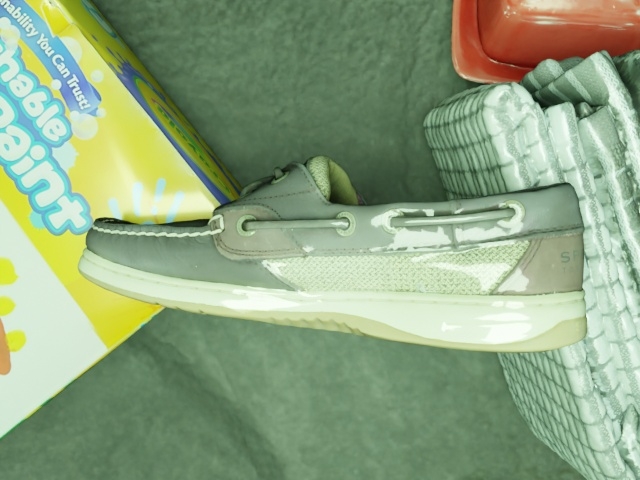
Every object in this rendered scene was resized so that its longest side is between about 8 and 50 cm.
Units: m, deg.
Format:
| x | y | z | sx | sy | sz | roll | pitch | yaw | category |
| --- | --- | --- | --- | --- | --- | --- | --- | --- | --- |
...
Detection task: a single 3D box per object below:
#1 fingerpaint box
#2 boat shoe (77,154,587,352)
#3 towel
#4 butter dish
| x | y | z | sx | sy | sz | roll | pitch | yaw | category |
| --- | --- | --- | --- | --- | --- | --- | --- | --- | --- |
| -0.321 | -0.068 | 0.601 | 0.371 | 0.163 | 0.445 | -39 | 94 | 4 | fingerpaint box |
| 0.000 | 0.000 | 0.456 | 0.285 | 0.103 | 0.092 | 5 | 92 | 22 | boat shoe |
| 0.179 | 0.018 | 0.562 | 0.121 | 0.235 | 0.283 | -19 | 94 | -1 | towel |
| 0.182 | -0.198 | 0.594 | 0.160 | 0.118 | 0.160 | 6 | 79 | 0 | butter dish |
